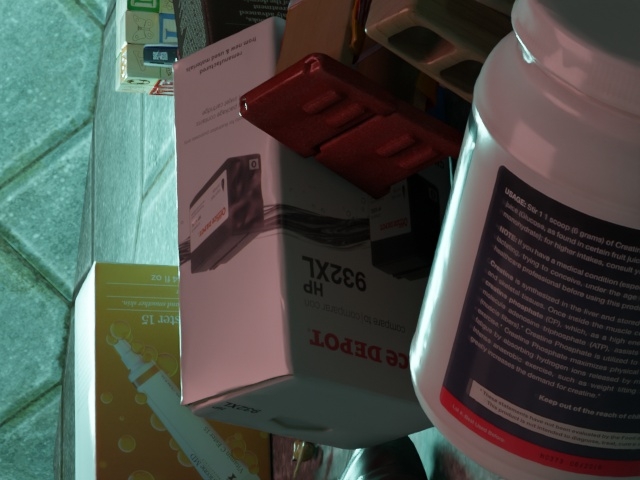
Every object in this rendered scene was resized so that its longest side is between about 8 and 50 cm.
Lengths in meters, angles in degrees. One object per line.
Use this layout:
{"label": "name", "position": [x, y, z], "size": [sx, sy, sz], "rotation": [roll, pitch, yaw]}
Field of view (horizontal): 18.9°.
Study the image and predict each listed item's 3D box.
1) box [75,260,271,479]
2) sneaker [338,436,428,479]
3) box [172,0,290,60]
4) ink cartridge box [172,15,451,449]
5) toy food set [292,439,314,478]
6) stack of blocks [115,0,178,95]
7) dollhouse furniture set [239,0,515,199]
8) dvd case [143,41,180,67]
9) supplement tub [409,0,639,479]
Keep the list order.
{"label": "box", "position": [-0.183, 0.215, 2.346], "size": [0.168, 0.215, 0.345], "rotation": [130, 139, -67]}
{"label": "sneaker", "position": [0.039, 0.290, 1.736], "size": [0.130, 0.109, 0.286], "rotation": [-98, 26, -56]}
{"label": "box", "position": [-0.039, -0.222, 1.915], "size": [0.143, 0.191, 0.381], "rotation": [107, 161, -44]}
{"label": "ink cartridge box", "position": [0.000, 0.000, 1.607], "size": [0.129, 0.223, 0.307], "rotation": [-20, 64, 38]}
{"label": "toy food set", "position": [-0.016, 0.197, 2.098], "size": [0.122, 0.019, 0.078], "rotation": [-92, 13, -47]}
{"label": "stack of blocks", "position": [-0.172, -0.339, 2.484], "size": [0.087, 0.171, 0.297], "rotation": [150, 122, -73]}
{"label": "dollhouse furniture set", "position": [0.115, -0.196, 1.429], "size": [0.374, 0.152, 0.201], "rotation": [-24, 45, 48]}
{"label": "dvd case", "position": [-0.089, -0.205, 2.120], "size": [0.238, 0.179, 0.030], "rotation": [-155, 64, -75]}
{"label": "supplement tub", "position": [0.165, -0.009, 1.076], "size": [0.191, 0.191, 0.272], "rotation": [-108, 25, -53]}
